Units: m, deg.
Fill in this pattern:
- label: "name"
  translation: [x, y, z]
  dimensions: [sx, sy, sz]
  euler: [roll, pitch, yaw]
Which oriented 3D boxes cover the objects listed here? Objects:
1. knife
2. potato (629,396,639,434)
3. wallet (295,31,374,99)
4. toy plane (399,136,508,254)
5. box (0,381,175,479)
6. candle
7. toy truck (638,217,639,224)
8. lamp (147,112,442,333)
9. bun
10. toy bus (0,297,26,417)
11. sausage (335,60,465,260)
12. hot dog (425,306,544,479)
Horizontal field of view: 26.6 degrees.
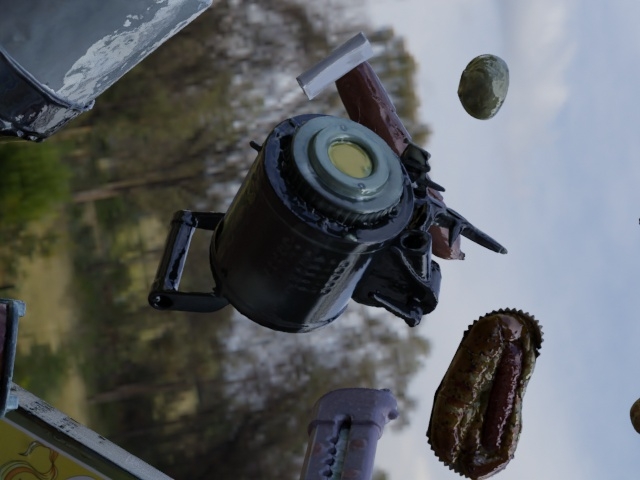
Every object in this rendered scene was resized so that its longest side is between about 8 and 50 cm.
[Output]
- label: "knife"
  translation: [0.008, 0.237, 1.257]
  dimensions: [0.398, 0.132, 0.038]
  euler: [-70, 160, -65]
- label: "potato"
  translation: [0.545, 0.297, 2.244]
  dimensions: [0.083, 0.062, 0.068]
  euler: [45, 50, -35]
- label: "wallet"
  translation: [0.023, -0.261, 2.028]
  dimensions: [0.025, 0.122, 0.061]
  euler: [54, 0, 27]
- label: "toy plane"
  translation: [0.138, -0.039, 1.855]
  dimensions: [0.088, 0.262, 0.192]
  euler: [-51, 173, -48]
- label: "box"
  translation: [-0.406, 0.455, 1.953]
  dimensions: [0.373, 0.420, 0.138]
  euler: [-59, 180, 0]
- label: "candle"
  translation: [-0.238, -0.262, 1.341]
  dimensions: [0.221, 0.342, 0.221]
  euler: [51, 13, -17]
- label: "toy truck"
  translation: [0.534, 0.033, 1.846]
  dimensions: [0.227, 0.098, 0.114]
  euler: [61, -38, 19]
- label: "lamp"
  translation: [-0.022, -0.029, 1.703]
  dimensions: [0.272, 0.374, 0.205]
  euler: [95, 4, -47]
- label: "bun"
  translation: [0.201, -0.197, 1.706]
  dimensions: [0.086, 0.055, 0.086]
  euler: [-163, -90, -72]
- label: "toy bus"
  translation: [-0.363, 0.111, 1.341]
  dimensions: [0.265, 0.120, 0.121]
  euler: [172, -75, -71]
- label: "sausage"
  translation: [0.140, -0.137, 2.394]
  dimensions: [0.433, 0.088, 0.088]
  euler: [59, -2, -14]
- label: "hot dog"
  translation: [0.224, 0.205, 1.827]
  dimensions: [0.069, 0.131, 0.252]
  euler: [-103, -152, -74]
